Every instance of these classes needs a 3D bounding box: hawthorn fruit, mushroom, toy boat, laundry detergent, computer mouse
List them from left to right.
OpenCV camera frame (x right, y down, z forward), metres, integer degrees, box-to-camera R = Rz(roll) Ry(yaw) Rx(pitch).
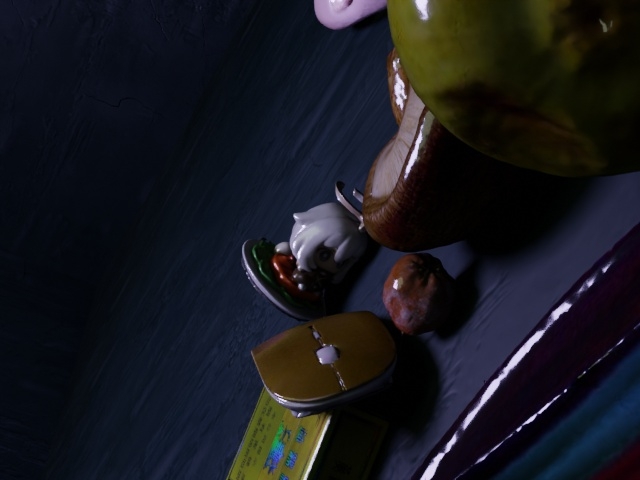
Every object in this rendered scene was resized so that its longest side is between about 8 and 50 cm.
[{"bbox_3d":[0.000,0.109,0.907,0.245,0.126,0.056,-146,37,-81],"label":"computer mouse"},{"bbox_3d":[0.082,-0.399,1.386,0.159,0.088,0.335,-71,18,-1],"label":"laundry detergent"},{"bbox_3d":[0.081,0.061,0.842,0.066,0.067,0.103,-92,24,-55],"label":"hawthorn fruit"},{"bbox_3d":[0.121,-0.083,0.808,0.231,0.138,0.194,119,158,-49],"label":"mushroom"},{"bbox_3d":[0.174,0.073,0.550,0.392,0.079,0.136,-53,20,29],"label":"toy boat"}]

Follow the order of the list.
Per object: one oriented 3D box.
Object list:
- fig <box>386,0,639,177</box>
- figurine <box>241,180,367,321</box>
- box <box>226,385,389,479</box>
[{"bbox_3d":[0.164,-0.164,0.603,0.239,0.239,0.271,-60,4,19],"label":"fig"},{"bbox_3d":[0.000,0.000,1.090,0.153,0.132,0.132,-46,24,19],"label":"figurine"},{"bbox_3d":[-0.021,0.214,0.936,0.141,0.064,0.220,-67,15,-8],"label":"box"}]
